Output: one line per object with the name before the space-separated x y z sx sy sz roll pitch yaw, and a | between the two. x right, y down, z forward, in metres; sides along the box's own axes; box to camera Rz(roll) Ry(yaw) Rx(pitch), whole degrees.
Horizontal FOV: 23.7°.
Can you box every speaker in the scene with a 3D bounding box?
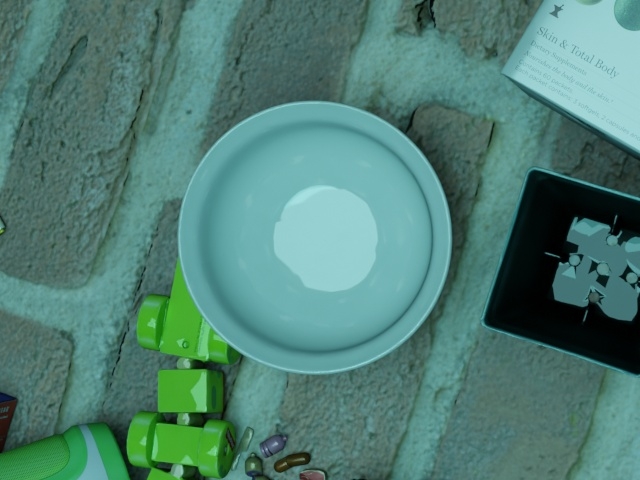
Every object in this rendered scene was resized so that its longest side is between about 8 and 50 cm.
speaker | -0.368 0.305 1.735 0.297 0.131 0.131 -18 84 -16

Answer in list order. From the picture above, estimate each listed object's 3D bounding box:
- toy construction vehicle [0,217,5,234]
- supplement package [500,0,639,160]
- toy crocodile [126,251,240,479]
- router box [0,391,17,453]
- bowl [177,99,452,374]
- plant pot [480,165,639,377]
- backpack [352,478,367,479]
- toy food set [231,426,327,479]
toy construction vehicle | -0.441 -0.018 1.861 0.098 0.035 0.086 -28 83 13
supplement package | 0.348 -0.227 1.574 0.199 0.198 0.262 32 97 13
toy crocodile | -0.148 0.165 1.757 0.115 0.105 0.340 4 86 15
router box | -0.575 0.280 1.868 0.336 0.082 0.301 18 94 14
bowl | 0.000 0.000 1.688 0.298 0.134 0.297 0 86 8
plant pot | 0.283 0.029 1.569 0.165 0.234 0.165 18 95 14
backpack | 0.104 0.401 1.619 0.254 0.225 0.191 25 99 4
toy food set | -0.044 0.266 1.762 0.122 0.019 0.078 23 95 14
